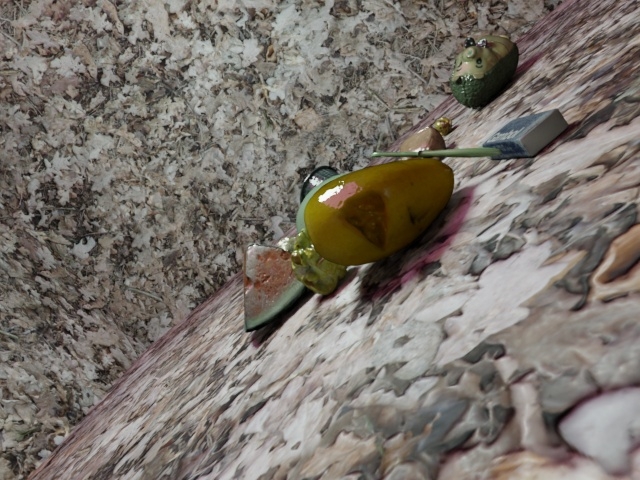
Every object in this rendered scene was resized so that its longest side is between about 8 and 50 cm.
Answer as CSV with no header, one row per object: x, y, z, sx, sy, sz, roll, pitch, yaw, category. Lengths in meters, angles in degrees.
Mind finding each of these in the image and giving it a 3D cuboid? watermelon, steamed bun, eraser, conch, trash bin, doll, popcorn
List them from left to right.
-0.153,0.112,1.250,0.262,0.201,0.213,-47,1,-18,watermelon
-0.112,0.060,1.601,0.155,0.130,0.207,-5,-11,4,conch
-0.001,0.047,1.108,0.135,0.162,0.141,-29,-12,-12,popcorn
0.053,-0.133,1.449,0.161,0.175,0.175,22,56,40,trash bin
0.345,-0.296,1.547,0.145,0.106,0.175,-29,27,35,steamed bun
0.620,-0.666,1.807,0.349,0.247,0.247,-54,13,-30,doll
0.406,-0.212,0.954,0.092,0.046,0.212,-39,7,4,eraser

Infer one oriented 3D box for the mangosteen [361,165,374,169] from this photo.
0.179,-0.170,1.519,0.152,0.152,0.152,-39,8,6,mangosteen

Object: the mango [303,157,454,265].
0.130,-0.077,0.962,0.365,0.182,0.253,-31,7,-27,mango

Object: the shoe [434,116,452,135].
0.486,-0.450,1.849,0.069,0.072,0.109,4,31,17,shoe

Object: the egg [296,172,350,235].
0.051,-0.067,1.258,0.282,0.203,0.203,-36,9,44,egg

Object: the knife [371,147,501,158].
0.238,-0.186,1.003,0.293,0.020,0.043,5,7,33,knife
